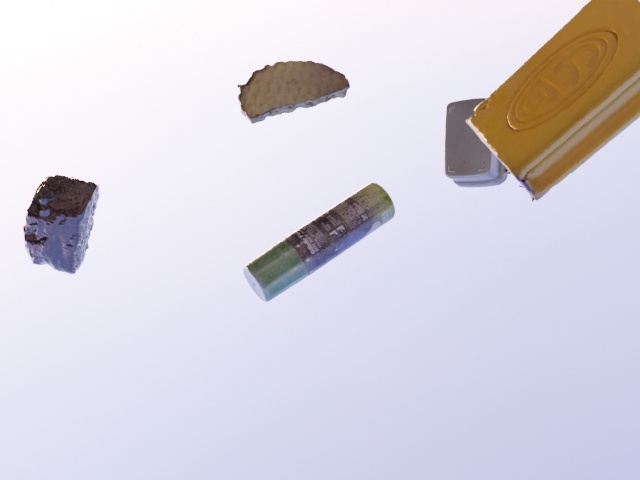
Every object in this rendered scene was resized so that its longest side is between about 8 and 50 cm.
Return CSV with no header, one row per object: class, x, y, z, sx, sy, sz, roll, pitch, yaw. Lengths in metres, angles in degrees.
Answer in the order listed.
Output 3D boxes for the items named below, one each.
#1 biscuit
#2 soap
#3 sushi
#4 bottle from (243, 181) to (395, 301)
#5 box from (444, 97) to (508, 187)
biscuit,-0.078,-0.377,1.530,0.273,0.036,0.187,-18,-126,-12
soap,0.411,-0.241,1.030,0.324,0.096,0.204,-44,-139,18
sushi,-0.542,-0.034,1.303,0.127,0.225,0.124,19,-142,-12
bottle,0.000,0.000,1.268,0.330,0.093,0.093,-33,-138,-19
box,0.380,-0.238,1.527,0.148,0.210,0.129,0,176,33
